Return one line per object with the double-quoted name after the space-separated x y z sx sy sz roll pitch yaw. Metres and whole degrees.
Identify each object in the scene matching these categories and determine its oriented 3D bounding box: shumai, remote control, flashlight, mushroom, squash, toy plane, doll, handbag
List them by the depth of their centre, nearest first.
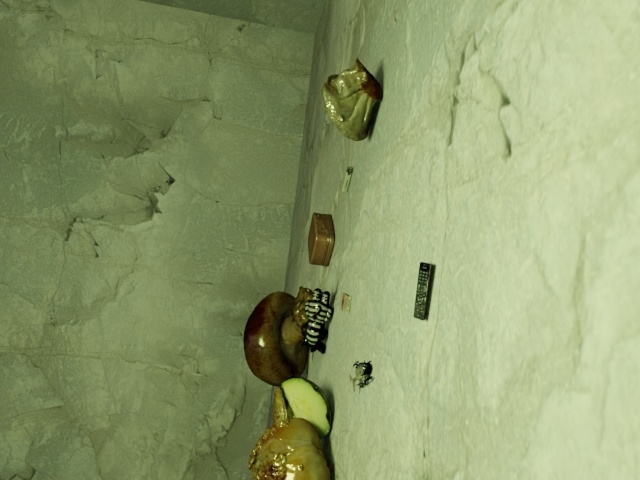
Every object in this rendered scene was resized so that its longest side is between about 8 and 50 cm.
0.166 0.080 0.841 0.034 0.016 0.091 -170 87 -66 "remote control"
0.087 0.290 1.139 0.120 0.031 0.049 118 150 -59 "toy plane"
0.103 -0.366 1.380 0.120 0.201 0.201 -14 61 36 "shumai"
-0.009 0.455 1.490 0.184 0.085 0.192 -33 78 49 "squash"
0.083 -0.190 1.641 0.018 0.018 0.083 -94 14 -54 "flashlight"
-0.011 0.251 1.648 0.067 0.091 0.219 -43 -34 -65 "doll"
0.000 0.000 1.861 0.193 0.072 0.151 -102 21 -61 "handbag"
-0.110 0.330 1.918 0.334 0.356 0.331 59 -170 -29 "mushroom"

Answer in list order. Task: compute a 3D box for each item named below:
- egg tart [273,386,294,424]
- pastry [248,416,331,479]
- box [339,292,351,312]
-0.118 0.640 1.890 0.241 0.106 0.241 177 90 -80 "egg tart"
-0.089 0.623 1.365 0.315 0.184 0.284 -111 28 -48 "pastry"
0.067 0.169 1.439 0.083 0.012 0.046 -172 89 -82 "box"
